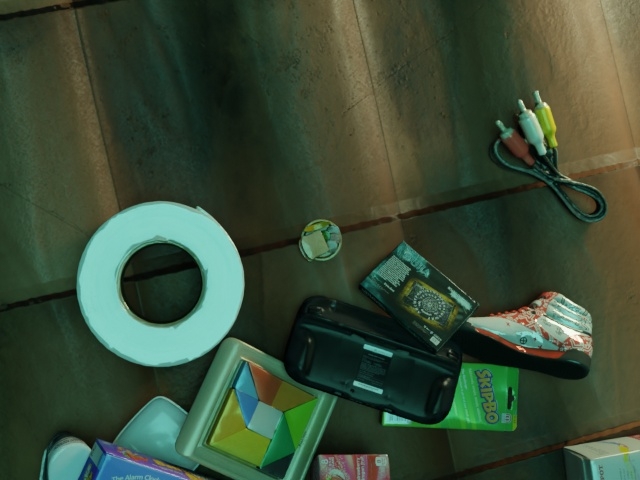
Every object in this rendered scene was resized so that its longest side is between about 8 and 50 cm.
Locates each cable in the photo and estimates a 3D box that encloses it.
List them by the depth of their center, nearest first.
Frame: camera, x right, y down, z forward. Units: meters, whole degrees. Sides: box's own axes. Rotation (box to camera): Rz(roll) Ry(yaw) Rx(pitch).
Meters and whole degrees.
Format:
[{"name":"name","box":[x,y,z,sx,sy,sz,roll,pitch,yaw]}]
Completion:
[{"name":"cable","box":[0.433,-0.134,1.681,0.139,0.072,0.287,-37,95,-3]}]

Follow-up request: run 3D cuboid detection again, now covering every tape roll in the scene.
[{"name":"tape roll","box":[-0.276,0.073,1.542,0.286,0.100,0.286,0,88,-9]}]

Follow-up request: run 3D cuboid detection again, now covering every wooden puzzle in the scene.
[{"name":"wooden puzzle","box":[-0.106,0.317,1.560,0.238,0.044,0.221,28,74,-15]}]

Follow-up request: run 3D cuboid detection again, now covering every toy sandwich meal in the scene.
[{"name":"toy sandwich meal","box":[0.000,0.000,1.625,0.085,0.029,0.086,0,88,-9]}]

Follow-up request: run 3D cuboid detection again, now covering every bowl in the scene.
[{"name":"bowl","box":[-0.278,0.358,1.556,0.142,0.053,0.142,43,82,-5]}]

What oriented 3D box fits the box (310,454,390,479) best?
[{"name":"box","box":[0.052,0.507,1.535,0.128,0.123,0.257,2,68,-9]}]

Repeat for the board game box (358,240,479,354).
[{"name":"board game box","box":[0.179,0.102,1.609,0.186,0.026,0.126,41,68,15]}]

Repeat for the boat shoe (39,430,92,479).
[{"name":"boat shoe","box":[-0.431,0.475,1.505,0.108,0.102,0.301,-7,99,-28]}]

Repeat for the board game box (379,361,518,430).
[{"name":"board game box","box":[0.242,0.289,1.653,0.259,0.039,0.124,4,85,-7]}]

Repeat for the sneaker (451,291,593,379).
[{"name":"sneaker","box":[0.376,0.160,1.657,0.270,0.090,0.145,14,53,8]}]

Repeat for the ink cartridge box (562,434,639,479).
[{"name":"ink cartridge box","box":[0.564,0.446,1.655,0.176,0.127,0.128,-6,89,-10]}]

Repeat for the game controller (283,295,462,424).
[{"name":"game controller","box":[0.097,0.215,1.596,0.319,0.067,0.167,19,79,-2]}]

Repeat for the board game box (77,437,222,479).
[{"name":"board game box","box":[-0.261,0.504,1.488,0.347,0.078,0.233,27,84,-26]}]
